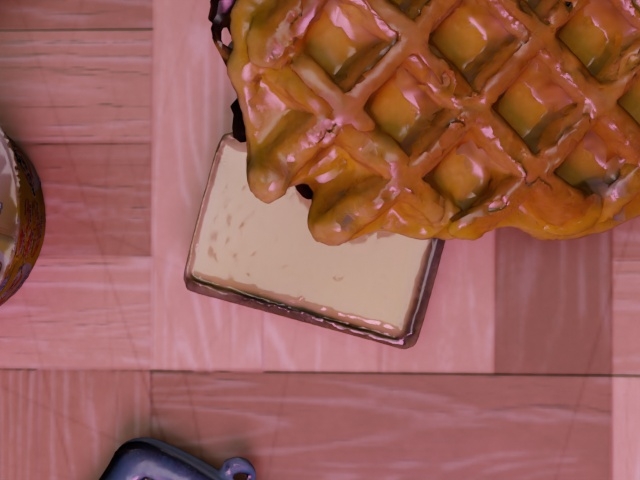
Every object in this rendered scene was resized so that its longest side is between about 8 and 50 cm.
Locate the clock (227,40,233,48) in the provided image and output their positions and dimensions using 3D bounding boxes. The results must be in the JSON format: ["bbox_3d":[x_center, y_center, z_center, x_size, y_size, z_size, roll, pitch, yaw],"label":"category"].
[{"bbox_3d":[0.006,-0.213,1.188,0.200,0.146,0.243,5,93,-6],"label":"clock"}]

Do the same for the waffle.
[{"bbox_3d":[0.113,-0.179,1.107,0.382,0.095,0.379,-7,101,-14],"label":"waffle"}]

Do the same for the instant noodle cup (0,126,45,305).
[{"bbox_3d":[-0.289,-0.019,1.211,0.205,0.153,0.205,0,89,4],"label":"instant noodle cup"}]

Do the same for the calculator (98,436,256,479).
[{"bbox_3d":[-0.131,0.279,1.240,0.173,0.051,0.293,34,92,6],"label":"calculator"}]

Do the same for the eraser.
[{"bbox_3d":[0.000,0.000,1.228,0.172,0.058,0.117,15,91,6],"label":"eraser"}]
